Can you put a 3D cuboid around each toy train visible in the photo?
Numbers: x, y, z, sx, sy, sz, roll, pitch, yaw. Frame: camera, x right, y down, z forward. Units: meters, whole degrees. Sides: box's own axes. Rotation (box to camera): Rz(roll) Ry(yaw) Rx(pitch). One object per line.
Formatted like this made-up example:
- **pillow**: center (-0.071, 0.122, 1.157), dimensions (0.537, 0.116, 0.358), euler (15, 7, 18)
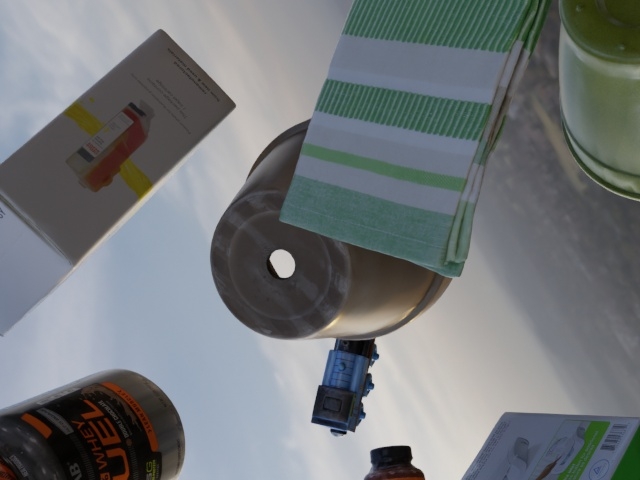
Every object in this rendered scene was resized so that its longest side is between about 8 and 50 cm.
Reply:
- **toy train**: center (0.042, 0.223, 1.755), dimensions (0.105, 0.080, 0.184), euler (44, -122, -71)

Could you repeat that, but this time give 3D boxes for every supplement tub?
- **supplement tub**: center (-0.352, 0.306, 1.454), dimensions (0.207, 0.207, 0.338), euler (59, -151, 7)
- **supplement tub**: center (0.125, 0.437, 1.781), dimensions (0.106, 0.106, 0.198), euler (48, -146, -65)

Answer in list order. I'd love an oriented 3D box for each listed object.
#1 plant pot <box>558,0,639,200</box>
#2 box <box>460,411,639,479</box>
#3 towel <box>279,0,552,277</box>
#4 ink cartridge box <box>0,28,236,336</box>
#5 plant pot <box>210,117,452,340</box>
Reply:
- **plant pot**: center (0.515, -0.292, 1.678), dimensions (0.366, 0.366, 0.353), euler (61, -170, 31)
- **box**: center (0.214, 0.303, 1.050), dimensions (0.127, 0.262, 0.231), euler (40, 159, -14)
- **towel**: center (0.092, -0.146, 1.043), dimensions (0.038, 0.325, 0.248), euler (18, -179, -43)
- **ink cartridge box**: center (-0.330, -0.078, 1.512), dimensions (0.160, 0.279, 0.384), euler (46, -131, -8)
- **plant pot**: center (0.000, 0.000, 1.439), dimensions (0.323, 0.323, 0.280), euler (58, -156, 2)
